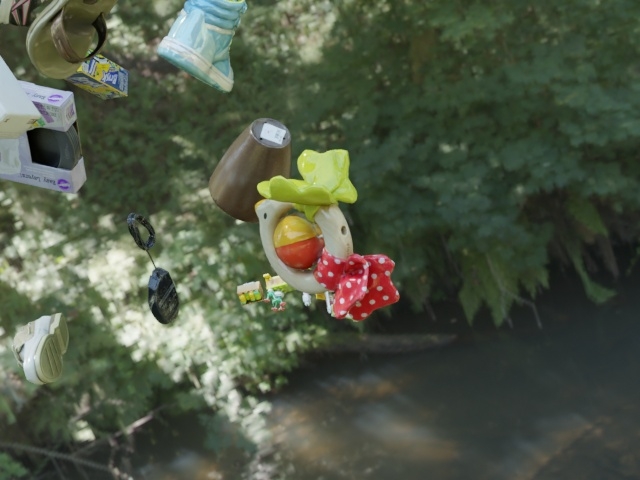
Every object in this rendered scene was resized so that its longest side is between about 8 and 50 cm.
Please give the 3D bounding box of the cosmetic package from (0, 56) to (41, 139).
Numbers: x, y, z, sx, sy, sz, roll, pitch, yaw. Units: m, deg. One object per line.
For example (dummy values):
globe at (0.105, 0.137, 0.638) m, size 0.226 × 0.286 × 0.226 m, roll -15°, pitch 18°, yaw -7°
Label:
cosmetic package at (-0.653, -0.307, 1.826) m, size 0.085 × 0.231 × 0.117 m, roll -36°, pitch -7°, yaw 17°

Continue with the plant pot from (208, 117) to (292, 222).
plant pot at (-0.159, -0.200, 2.480) m, size 0.215 × 0.215 × 0.230 m, roll -39°, pitch -17°, yaw -42°

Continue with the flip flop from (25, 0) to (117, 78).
flip flop at (-0.369, -0.326, 1.473) m, size 0.112 × 0.080 × 0.277 m, roll -10°, pitch -18°, yaw -43°

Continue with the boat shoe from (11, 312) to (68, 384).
boat shoe at (-0.666, 0.263, 2.240) m, size 0.103 × 0.113 × 0.302 m, roll -11°, pitch 14°, yaw -3°

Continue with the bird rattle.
bird rattle at (0.000, 0.000, 1.378) m, size 0.207 × 0.254 × 0.143 m, roll -13°, pitch 17°, yaw 48°

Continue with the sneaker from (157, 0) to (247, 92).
sneaker at (-0.207, -0.425, 1.947) m, size 0.208 × 0.127 × 0.319 m, roll -62°, pitch -4°, yaw 4°

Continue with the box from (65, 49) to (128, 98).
box at (-0.434, -0.320, 1.819) m, size 0.059 × 0.054 × 0.169 m, roll -4°, pitch -9°, yaw 18°

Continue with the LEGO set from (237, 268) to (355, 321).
LEGO set at (-0.019, 0.122, 1.923) m, size 0.287 × 0.107 × 0.132 m, roll 2°, pitch -30°, yaw -20°

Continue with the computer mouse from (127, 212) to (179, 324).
computer mouse at (-0.306, 0.052, 1.697) m, size 0.041 × 0.242 × 0.071 m, roll 2°, pitch 36°, yaw 22°

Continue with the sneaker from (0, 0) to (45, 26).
sneaker at (-0.495, -0.441, 1.618) m, size 0.178 × 0.077 × 0.072 m, roll -56°, pitch 33°, yaw 37°

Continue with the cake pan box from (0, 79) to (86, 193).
cake pan box at (-0.662, -0.238, 2.148) m, size 0.266 × 0.246 × 0.070 m, roll 13°, pitch 43°, yaw 10°
